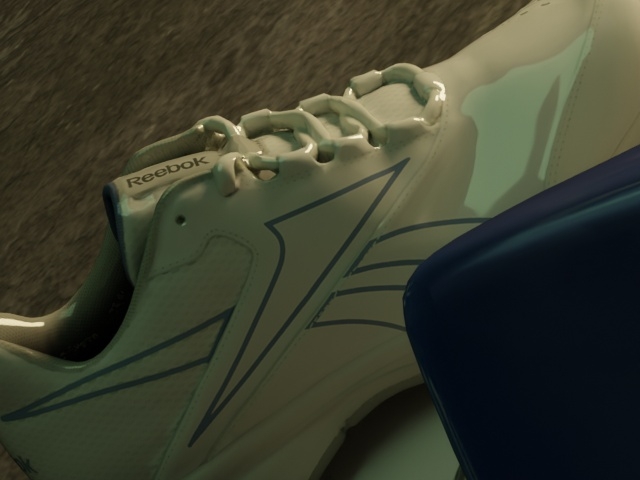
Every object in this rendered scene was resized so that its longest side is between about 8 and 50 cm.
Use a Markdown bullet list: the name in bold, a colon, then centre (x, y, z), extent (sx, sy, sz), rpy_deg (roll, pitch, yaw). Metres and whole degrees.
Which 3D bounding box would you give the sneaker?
- **sneaker**: centre (0.000, 0.000, 0.703), extent (0.297, 0.129, 0.111), rpy_deg (-41, 24, 2)

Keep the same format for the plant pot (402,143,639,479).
- **plant pot**: centre (0.188, 0.049, 0.381), extent (0.212, 0.236, 0.236), rpy_deg (-28, -4, 31)

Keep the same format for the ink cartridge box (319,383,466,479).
- **ink cartridge box**: centre (0.087, 0.080, 0.717), extent (0.219, 0.092, 0.160), rpy_deg (-11, 41, 48)
